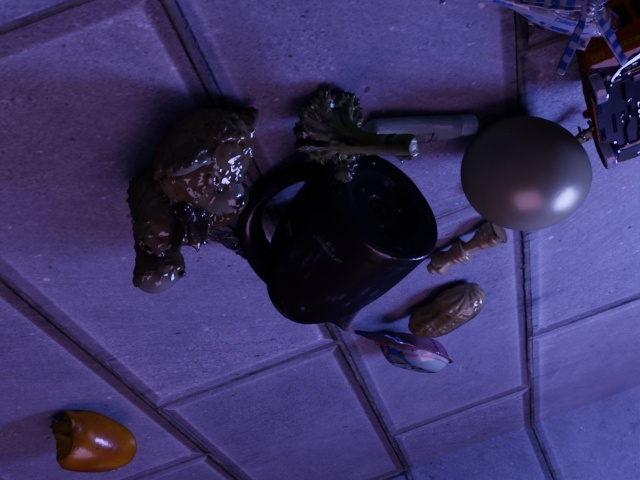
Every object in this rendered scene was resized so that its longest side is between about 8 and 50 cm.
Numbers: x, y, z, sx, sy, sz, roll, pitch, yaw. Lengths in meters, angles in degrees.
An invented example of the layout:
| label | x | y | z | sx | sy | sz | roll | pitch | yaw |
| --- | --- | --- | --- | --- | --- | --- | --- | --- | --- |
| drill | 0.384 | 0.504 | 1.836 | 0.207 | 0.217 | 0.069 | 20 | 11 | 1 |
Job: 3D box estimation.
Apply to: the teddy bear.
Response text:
| label | x | y | z | sx | sy | sz | roll | pitch | yaw |
| --- | --- | --- | --- | --- | --- | --- | --- | --- | --- |
| teddy bear | -0.177 | -0.082 | 1.564 | 0.256 | 0.156 | 0.267 | -45 | -176 | 43 |

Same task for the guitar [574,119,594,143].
| label | x | y | z | sx | sy | sz | roll | pitch | yaw |
| --- | --- | --- | --- | --- | --- | --- | --- | --- | --- |
| guitar | 0.387 | -0.141 | 1.951 | 0.084 | 0.038 | 0.271 | 9 | 145 | -45 |

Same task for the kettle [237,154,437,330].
| label | x | y | z | sx | sy | sz | roll | pitch | yaw |
| --- | --- | --- | --- | --- | --- | --- | --- | --- | --- |
| kettle | 0.000 | 0.000 | 1.758 | 0.290 | 0.268 | 0.207 | -46 | 177 | 40 |

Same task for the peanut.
| label | x | y | z | sx | sy | sz | roll | pitch | yaw |
| --- | --- | --- | --- | --- | --- | --- | --- | --- | --- |
| peanut | 0.272 | 0.156 | 2.399 | 0.194 | 0.083 | 0.093 | -33 | 165 | 23 |

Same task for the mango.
| label | x | y | z | sx | sy | sz | roll | pitch | yaw |
| --- | --- | --- | --- | --- | --- | --- | --- | --- | --- |
| mango | -0.489 | 0.444 | 2.403 | 0.154 | 0.126 | 0.252 | -15 | 157 | 18 |

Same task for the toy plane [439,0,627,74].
| label | x | y | z | sx | sy | sz | roll | pitch | yaw |
| --- | --- | --- | --- | --- | --- | --- | --- | --- | --- |
| toy plane | 0.279 | -0.305 | 1.474 | 0.273 | 0.182 | 0.107 | -11 | -175 | -14 |

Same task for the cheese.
| label | x | y | z | sx | sy | sz | roll | pitch | yaw |
| --- | --- | --- | --- | --- | --- | --- | --- | --- | --- |
| cheese | 0.190 | 0.243 | 2.489 | 0.189 | 0.074 | 0.286 | 2 | 163 | 40 |

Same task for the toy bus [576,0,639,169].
| label | x | y | z | sx | sy | sz | roll | pitch | yaw |
| --- | --- | --- | --- | --- | --- | --- | --- | --- | --- |
| toy bus | 0.467 | -0.242 | 1.686 | 0.143 | 0.153 | 0.329 | -22 | 152 | 10 |

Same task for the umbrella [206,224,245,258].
| label | x | y | z | sx | sy | sz | roll | pitch | yaw |
| --- | --- | --- | --- | --- | --- | --- | --- | --- | --- |
| umbrella | -0.165 | -0.010 | 1.827 | 0.050 | 0.046 | 0.188 | -43 | 148 | 10 |

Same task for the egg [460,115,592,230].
| label | x | y | z | sx | sy | sz | roll | pitch | yaw |
| --- | --- | --- | --- | --- | --- | --- | --- | --- | --- |
| egg | 0.343 | -0.109 | 1.816 | 0.254 | 0.188 | 0.188 | 4 | 146 | -43 |

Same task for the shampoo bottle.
| label | x | y | z | sx | sy | sz | roll | pitch | yaw |
| --- | --- | --- | --- | --- | --- | --- | --- | --- | --- |
| shampoo bottle | 0.159 | -0.174 | 1.734 | 0.191 | 0.041 | 0.069 | -8 | 153 | -22 |

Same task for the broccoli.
| label | x | y | z | sx | sy | sz | roll | pitch | yaw |
| --- | --- | --- | --- | --- | --- | --- | --- | --- | --- |
| broccoli | 0.057 | -0.146 | 1.569 | 0.204 | 0.122 | 0.118 | 18 | 176 | 41 |

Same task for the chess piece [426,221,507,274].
| label | x | y | z | sx | sy | sz | roll | pitch | yaw |
| --- | --- | --- | --- | --- | --- | --- | --- | --- | --- |
| chess piece | 0.283 | 0.019 | 2.180 | 0.172 | 0.060 | 0.060 | -31 | 152 | 28 |
